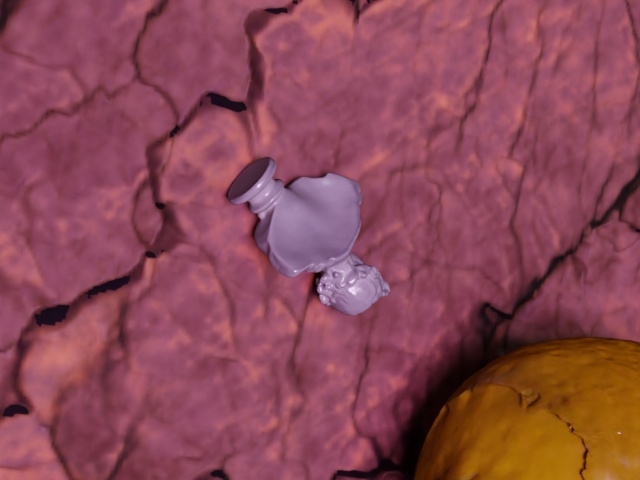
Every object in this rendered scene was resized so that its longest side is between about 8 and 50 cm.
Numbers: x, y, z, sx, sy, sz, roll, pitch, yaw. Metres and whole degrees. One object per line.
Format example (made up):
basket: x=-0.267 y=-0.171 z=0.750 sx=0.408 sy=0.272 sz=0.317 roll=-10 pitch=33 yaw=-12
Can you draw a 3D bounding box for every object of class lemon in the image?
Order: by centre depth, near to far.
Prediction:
lemon: x=0.142 y=0.134 z=0.656 sx=0.193 sy=0.180 sz=0.180 roll=-4 pitch=95 yaw=-4

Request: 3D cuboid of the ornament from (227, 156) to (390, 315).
ornament: x=-0.003 y=-0.002 z=0.653 sx=0.068 sy=0.041 sz=0.092 roll=-27 pitch=93 yaw=-45
